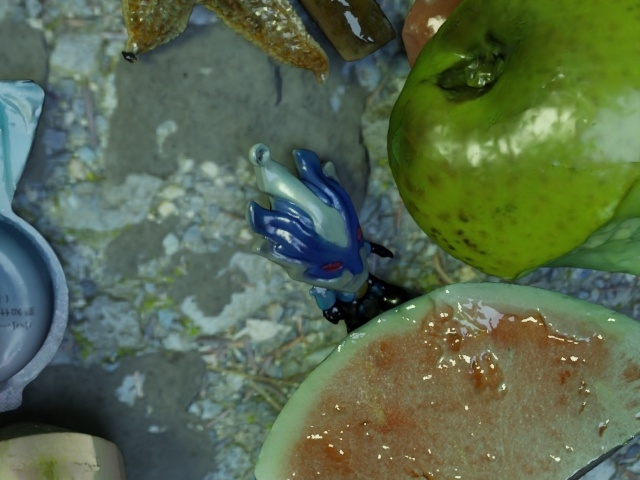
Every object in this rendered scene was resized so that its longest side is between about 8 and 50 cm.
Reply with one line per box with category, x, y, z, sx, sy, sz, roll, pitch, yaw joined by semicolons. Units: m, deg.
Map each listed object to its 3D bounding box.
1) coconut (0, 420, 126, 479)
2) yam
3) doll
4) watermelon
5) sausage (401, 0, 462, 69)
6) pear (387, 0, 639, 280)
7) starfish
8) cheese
coconut;-0.209;0.205;0.600;0.147;0.153;0.147;-12;148;-7
yam;-0.027;-0.227;0.565;0.057;0.057;0.241;-38;113;-3
doll;0.000;0.000;0.641;0.096;0.070;0.195;-51;124;-22
watermelon;0.120;0.153;0.619;0.305;0.180;0.224;-35;110;3
sausage;0.151;-0.180;0.626;0.194;0.077;0.077;-25;113;-10
pear;0.189;-0.069;0.556;0.282;0.286;0.176;0;62;-17
starfish;-0.092;-0.221;0.524;0.295;0.048;0.231;26;126;-12
cheese;-0.246;0.012;0.574;0.135;0.052;0.245;-4;107;-19
